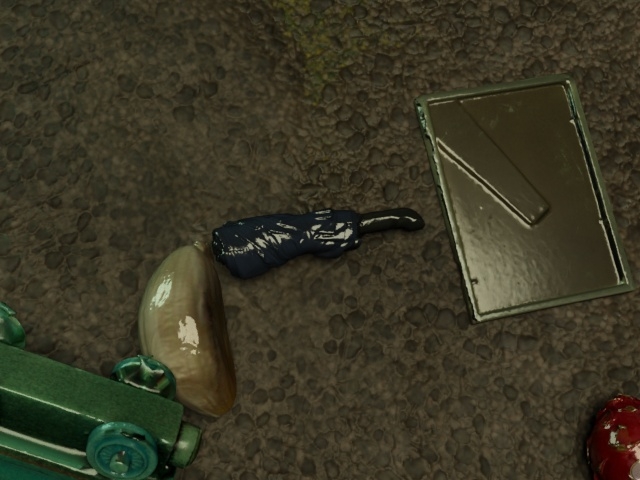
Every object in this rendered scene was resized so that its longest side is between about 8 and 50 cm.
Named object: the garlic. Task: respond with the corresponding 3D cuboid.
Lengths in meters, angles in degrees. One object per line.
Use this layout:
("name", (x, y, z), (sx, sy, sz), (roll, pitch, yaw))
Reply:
("garlic", (-0.144, 0.088, 0.908), (0.087, 0.101, 0.196), (-18, 69, 16))

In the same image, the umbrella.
("umbrella", (-0.002, -0.007, 0.981), (0.248, 0.071, 0.071), (-12, 78, -17))

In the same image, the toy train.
("toy train", (-0.274, 0.187, 0.836), (0.298, 0.194, 0.120), (21, 32, -10))

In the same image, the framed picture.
("framed picture", (0.249, -0.058, 1.044), (0.213, 0.016, 0.289), (-11, 78, -10))

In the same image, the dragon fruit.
("dragon fruit", (0.341, 0.266, 0.942), (0.094, 0.094, 0.191), (10, 80, -5))
